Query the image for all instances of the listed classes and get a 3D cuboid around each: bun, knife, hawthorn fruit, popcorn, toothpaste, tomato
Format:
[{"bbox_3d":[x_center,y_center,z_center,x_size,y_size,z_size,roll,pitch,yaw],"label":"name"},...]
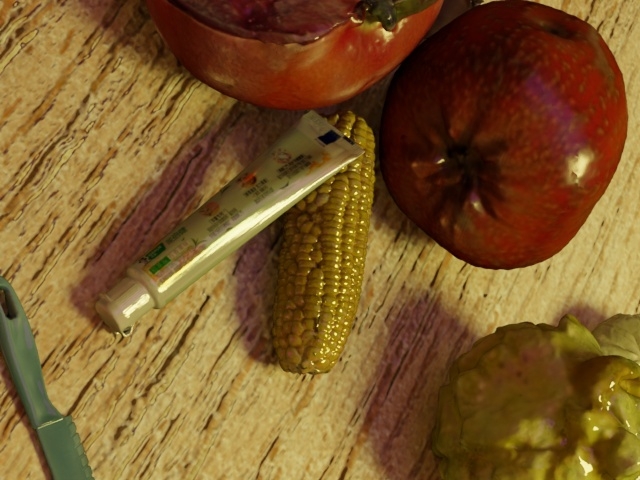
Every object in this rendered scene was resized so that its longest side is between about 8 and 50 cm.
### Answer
[{"bbox_3d":[0.377,0.174,1.705,0.164,0.111,0.188,-1,77,-31],"label":"bun"},{"bbox_3d":[-0.243,0.174,1.350,0.044,0.019,0.313,-18,86,-39],"label":"knife"},{"bbox_3d":[0.202,-0.129,1.607,0.275,0.275,0.300,39,48,-17],"label":"hawthorn fruit"},{"bbox_3d":[0.241,0.205,1.530,0.212,0.259,0.259,51,46,-49],"label":"popcorn"},{"bbox_3d":[-0.092,-0.021,1.458,0.314,0.056,0.058,-40,108,-23],"label":"toothpaste"},{"bbox_3d":[-0.025,-0.262,1.548,0.335,0.176,0.290,-29,60,-25],"label":"tomato"}]

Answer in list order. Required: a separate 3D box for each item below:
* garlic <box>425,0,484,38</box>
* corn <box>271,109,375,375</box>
[{"bbox_3d":[0.069,-0.332,1.693,0.128,0.148,0.266,-41,105,0],"label":"garlic"},{"bbox_3d":[0.000,0.000,1.526,0.101,0.101,0.292,20,66,-27],"label":"corn"}]
